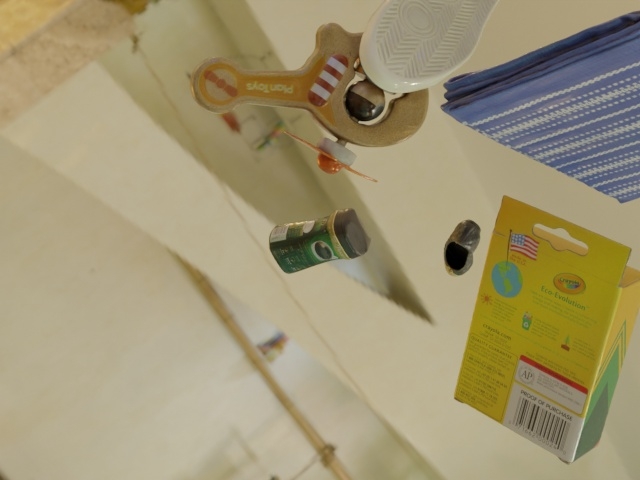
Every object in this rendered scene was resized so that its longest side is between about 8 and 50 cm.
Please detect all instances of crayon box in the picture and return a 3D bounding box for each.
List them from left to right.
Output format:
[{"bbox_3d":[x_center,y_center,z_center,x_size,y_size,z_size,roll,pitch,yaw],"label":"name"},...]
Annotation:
[{"bbox_3d":[0.311,0.112,1.467,0.202,0.081,0.318,28,-61,35],"label":"crayon box"}]

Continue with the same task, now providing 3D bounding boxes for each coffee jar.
[{"bbox_3d":[0.000,0.000,2.083,0.184,0.079,0.096,-13,-55,27],"label":"coffee jar"}]

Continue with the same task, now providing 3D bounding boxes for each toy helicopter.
[{"bbox_3d":[-0.014,-0.204,1.603,0.140,0.355,0.234,-139,-128,-75],"label":"toy helicopter"}]

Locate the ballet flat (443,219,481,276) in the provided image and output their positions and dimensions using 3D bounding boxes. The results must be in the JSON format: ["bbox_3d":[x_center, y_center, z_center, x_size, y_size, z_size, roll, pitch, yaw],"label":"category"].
[{"bbox_3d":[0.225,0.018,1.793,0.057,0.049,0.173,39,-21,15],"label":"ballet flat"}]

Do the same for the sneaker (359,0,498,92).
[{"bbox_3d":[0.137,-0.285,1.457,0.131,0.350,0.148,49,-39,-8],"label":"sneaker"}]

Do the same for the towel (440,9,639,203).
[{"bbox_3d":[0.312,-0.125,1.092,0.336,0.040,0.243,19,-26,-40],"label":"towel"}]
